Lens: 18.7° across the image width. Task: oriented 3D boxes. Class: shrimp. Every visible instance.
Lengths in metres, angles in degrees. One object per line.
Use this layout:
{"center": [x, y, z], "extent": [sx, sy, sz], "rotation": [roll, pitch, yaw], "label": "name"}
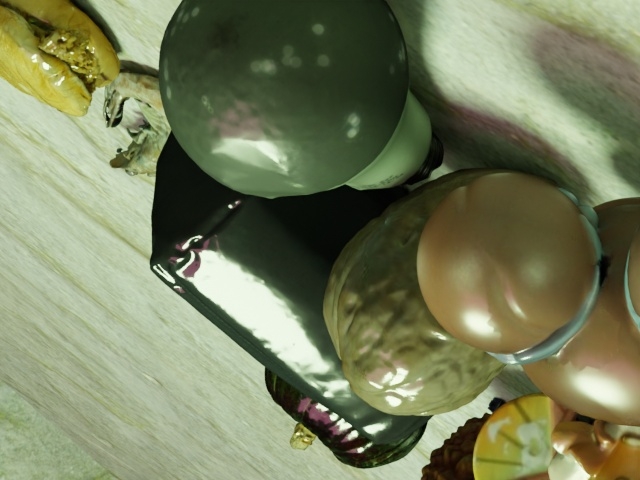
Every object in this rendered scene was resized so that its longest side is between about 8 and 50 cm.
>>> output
{"center": [-0.174, -0.112, 1.911], "extent": [0.126, 0.047, 0.223], "rotation": [45, 154, -14], "label": "shrimp"}

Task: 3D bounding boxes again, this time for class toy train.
{"center": [0.214, 0.203, 2.146], "extent": [0.083, 0.017, 0.017], "rotation": [44, 161, -33], "label": "toy train"}

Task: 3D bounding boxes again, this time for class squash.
{"center": [0.028, 0.165, 2.142], "extent": [0.193, 0.156, 0.193], "rotation": [48, 159, 26], "label": "squash"}

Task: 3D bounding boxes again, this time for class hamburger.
{"center": [-0.261, -0.183, 1.812], "extent": [0.147, 0.083, 0.138], "rotation": [24, 165, 31], "label": "hamburger"}

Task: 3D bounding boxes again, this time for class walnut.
{"center": [0.104, 0.032, 1.557], "extent": [0.178, 0.230, 0.178], "rotation": [46, -173, -7], "label": "walnut"}

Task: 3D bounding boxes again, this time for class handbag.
{"center": [0.002, -0.001, 1.753], "extent": [0.302, 0.178, 0.275], "rotation": [39, -155, -23], "label": "handbag"}

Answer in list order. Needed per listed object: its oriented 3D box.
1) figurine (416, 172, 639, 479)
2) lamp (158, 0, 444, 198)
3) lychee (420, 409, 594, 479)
{"center": [0.226, 0.131, 1.417], "extent": [0.276, 0.388, 0.248], "rotation": [3, -164, 21], "label": "figurine"}
{"center": [-0.014, -0.099, 1.469], "extent": [0.182, 0.182, 0.314], "rotation": [26, 168, 19], "label": "lamp"}
{"center": [0.235, 0.308, 1.987], "extent": [0.304, 0.275, 0.276], "rotation": [46, 167, 18], "label": "lychee"}
